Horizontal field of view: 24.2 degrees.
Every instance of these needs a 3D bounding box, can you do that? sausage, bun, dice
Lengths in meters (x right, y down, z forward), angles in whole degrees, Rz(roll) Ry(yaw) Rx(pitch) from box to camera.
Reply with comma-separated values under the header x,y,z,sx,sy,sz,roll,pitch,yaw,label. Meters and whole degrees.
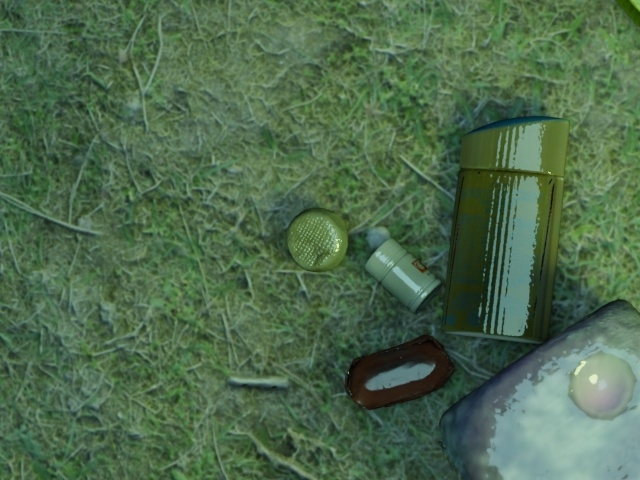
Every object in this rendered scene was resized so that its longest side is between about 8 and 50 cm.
x,y,z,sx,sy,sz,roll,pitch,yaw,label
0.099,0.169,1.896,0.141,0.076,0.076,-21,82,8,sausage
0.000,0.000,1.939,0.086,0.055,0.086,0,90,25,bun
0.318,0.245,1.742,0.271,0.270,0.270,-35,80,7,dice

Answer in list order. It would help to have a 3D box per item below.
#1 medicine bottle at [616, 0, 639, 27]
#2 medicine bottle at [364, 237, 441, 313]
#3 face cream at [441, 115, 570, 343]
x,y,z,sx,sy,sz,roll,pitch,yaw,label
0.471,-0.281,1.821,0.137,0.141,0.250,-42,79,9,medicine bottle
0.106,0.045,1.911,0.089,0.057,0.057,42,94,12,medicine bottle
0.233,-0.017,1.882,0.139,0.067,0.285,6,87,22,face cream
